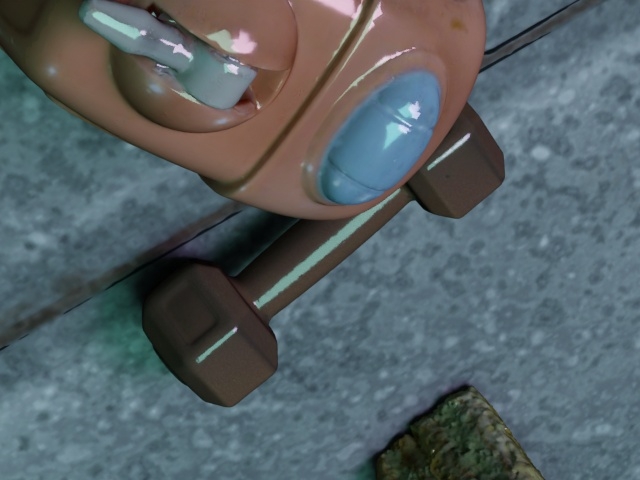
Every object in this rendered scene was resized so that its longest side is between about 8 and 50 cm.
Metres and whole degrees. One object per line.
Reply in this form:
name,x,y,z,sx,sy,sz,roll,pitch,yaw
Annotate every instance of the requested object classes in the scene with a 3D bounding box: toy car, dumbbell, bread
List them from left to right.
toy car,-0.036,-0.113,0.822,0.270,0.212,0.180,21,117,-35
dumbbell,0.000,0.000,1.008,0.231,0.092,0.082,-40,156,0
bread,0.127,0.209,1.168,0.102,0.138,0.196,-36,129,2
